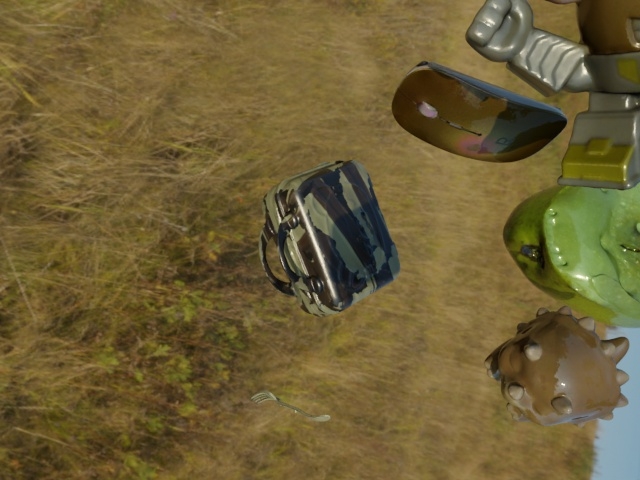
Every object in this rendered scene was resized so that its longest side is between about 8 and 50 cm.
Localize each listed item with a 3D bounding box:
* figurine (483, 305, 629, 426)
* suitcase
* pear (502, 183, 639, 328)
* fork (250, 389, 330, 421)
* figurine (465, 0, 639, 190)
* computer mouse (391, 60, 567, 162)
[{"bbox_3d":[0.384,0.189,0.813,0.173,0.248,0.177,126,-37,-59],"label":"figurine"},{"bbox_3d":[0.000,0.000,1.294,0.339,0.194,0.351,-26,97,-39],"label":"suitcase"},{"bbox_3d":[0.550,0.012,1.163,0.238,0.318,0.342,124,-27,-70],"label":"pear"},{"bbox_3d":[-0.060,0.317,1.035,0.034,0.220,0.028,53,55,-26],"label":"fork"},{"bbox_3d":[0.328,-0.209,0.516,0.167,0.343,0.284,-117,-168,-68],"label":"figurine"},{"bbox_3d":[0.281,-0.217,0.954,0.158,0.311,0.071,125,-23,-58],"label":"computer mouse"}]
